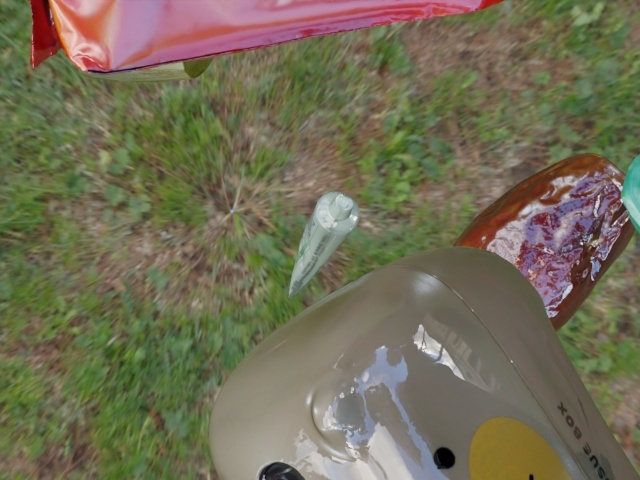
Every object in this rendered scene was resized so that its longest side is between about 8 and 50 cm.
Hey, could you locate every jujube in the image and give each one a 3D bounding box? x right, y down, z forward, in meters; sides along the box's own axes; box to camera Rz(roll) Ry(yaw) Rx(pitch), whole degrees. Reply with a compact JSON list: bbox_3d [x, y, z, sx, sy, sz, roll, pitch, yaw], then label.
[{"bbox_3d":[0.329,0.014,1.967,0.318,0.223,0.223,-43,94,-2],"label":"jujube"}]

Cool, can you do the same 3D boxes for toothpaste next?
[{"bbox_3d":[0.000,0.000,1.256,0.041,0.218,0.064,22,69,-4],"label":"toothpaste"}]

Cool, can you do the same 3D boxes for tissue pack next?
[{"bbox_3d":[0.093,0.215,1.024,0.267,0.277,0.387,-32,85,39],"label":"tissue pack"}]

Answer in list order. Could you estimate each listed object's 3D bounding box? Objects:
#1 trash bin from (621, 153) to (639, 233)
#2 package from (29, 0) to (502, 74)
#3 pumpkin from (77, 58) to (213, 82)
[{"bbox_3d":[0.375,0.052,0.839,0.295,0.381,0.259,-28,54,-5],"label":"trash bin"},{"bbox_3d":[0.012,-0.232,0.829,0.423,0.123,0.196,-13,123,-14],"label":"package"},{"bbox_3d":[-0.129,-0.224,1.201,0.110,0.217,0.217,31,89,0],"label":"pumpkin"}]
